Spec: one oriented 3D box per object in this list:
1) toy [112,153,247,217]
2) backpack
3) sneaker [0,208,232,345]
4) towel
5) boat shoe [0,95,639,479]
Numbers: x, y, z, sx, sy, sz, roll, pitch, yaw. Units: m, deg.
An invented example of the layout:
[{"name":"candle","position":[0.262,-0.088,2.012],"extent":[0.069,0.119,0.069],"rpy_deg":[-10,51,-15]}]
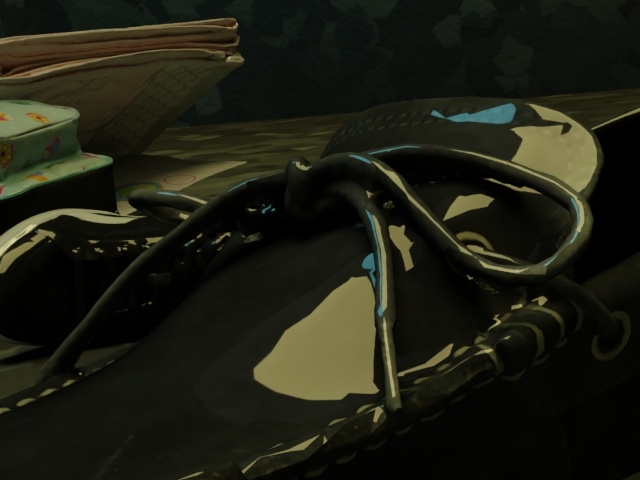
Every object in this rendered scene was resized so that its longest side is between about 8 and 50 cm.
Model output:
[{"name":"toy","position":[-0.183,-0.018,1.462],"extent":[0.137,0.056,0.237],"rpy_deg":[7,18,35]},{"name":"backpack","position":[-0.258,-0.026,1.260],"extent":[0.188,0.144,0.166],"rpy_deg":[-6,12,23]},{"name":"sneaker","position":[-0.092,0.016,1.044],"extent":[0.121,0.079,0.217],"rpy_deg":[0,8,43]},{"name":"towel","position":[-0.263,-0.079,1.507],"extent":[0.317,0.053,0.332],"rpy_deg":[-13,-17,-48]},{"name":"boat shoe","position":[0.019,0.036,0.549],"extent":[0.500,0.156,0.187],"rpy_deg":[-13,13,-39]}]
